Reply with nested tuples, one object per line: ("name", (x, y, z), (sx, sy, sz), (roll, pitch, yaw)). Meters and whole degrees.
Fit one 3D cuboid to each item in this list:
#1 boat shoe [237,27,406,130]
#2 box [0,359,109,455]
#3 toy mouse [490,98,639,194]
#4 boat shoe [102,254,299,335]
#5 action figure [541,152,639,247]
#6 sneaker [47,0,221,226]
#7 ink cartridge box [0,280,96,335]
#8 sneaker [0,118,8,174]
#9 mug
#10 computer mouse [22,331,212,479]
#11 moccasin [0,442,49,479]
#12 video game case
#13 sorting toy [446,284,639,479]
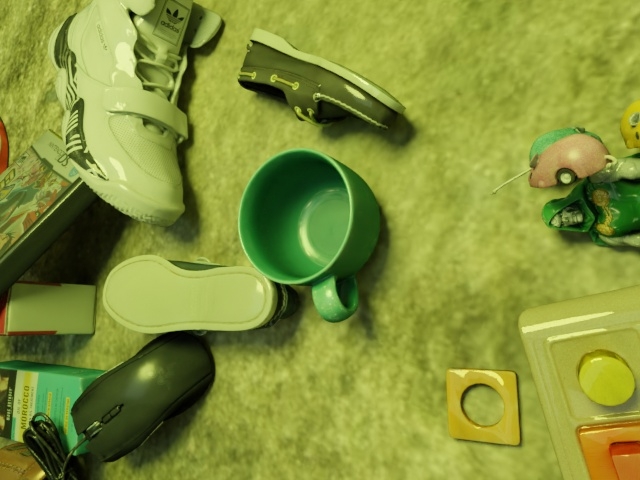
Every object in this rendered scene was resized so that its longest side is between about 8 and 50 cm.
("boat shoe", (-0.008, -0.163, 0.527), (0.227, 0.081, 0.069), (37, 104, 34))
("box", (-0.402, 0.234, 0.695), (0.244, 0.060, 0.101), (-4, 81, 28))
("toy mouse", (0.197, -0.072, 0.378), (0.143, 0.161, 0.031), (-19, 100, 41))
("boat shoe", (-0.146, 0.063, 0.568), (0.254, 0.079, 0.095), (-5, 76, 25))
("action figure", (0.285, -0.033, 0.346), (0.232, 0.063, 0.137), (-8, 114, 35))
("sneaker", (-0.222, -0.208, 0.612), (0.210, 0.137, 0.366), (-38, 64, 22))
("ink cartridge box", (-0.437, 0.101, 0.693), (0.174, 0.127, 0.073), (-6, 79, 27))
("sneaker", (-0.628, -0.133, 0.819), (0.090, 0.145, 0.270), (-23, 73, 24))
("mug", (-0.007, -0.005, 0.491), (0.129, 0.097, 0.158), (9, 88, 29))
("computer mouse", (-0.228, 0.240, 0.570), (0.261, 0.060, 0.184), (-32, 83, 3))
("moccasin", (-0.400, 0.472, 0.630), (0.146, 0.139, 0.381), (4, 76, 38))
("video game case", (-0.437, -0.028, 0.672), (0.248, 0.035, 0.275), (29, 74, 43))
("sorting toy", (0.261, 0.130, 0.356), (0.347, 0.047, 0.196), (-18, 75, 26))
